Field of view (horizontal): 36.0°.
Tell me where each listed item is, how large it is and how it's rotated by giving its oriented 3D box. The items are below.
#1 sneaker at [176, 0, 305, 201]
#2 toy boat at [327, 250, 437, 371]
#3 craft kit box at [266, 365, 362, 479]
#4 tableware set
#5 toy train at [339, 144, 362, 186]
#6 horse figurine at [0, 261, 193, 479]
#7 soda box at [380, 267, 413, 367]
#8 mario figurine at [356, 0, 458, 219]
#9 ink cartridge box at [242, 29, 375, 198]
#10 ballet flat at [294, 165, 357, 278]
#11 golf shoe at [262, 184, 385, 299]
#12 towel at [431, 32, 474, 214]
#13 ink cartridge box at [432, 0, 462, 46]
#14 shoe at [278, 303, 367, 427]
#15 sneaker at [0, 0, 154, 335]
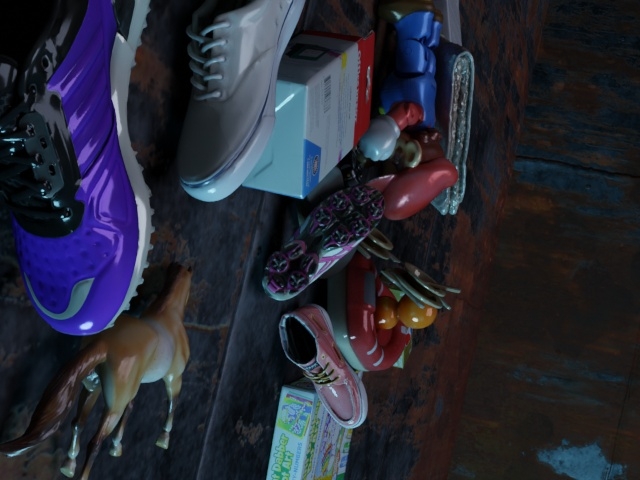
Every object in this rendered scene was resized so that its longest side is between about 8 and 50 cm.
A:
[{"bbox_3d":[-0.089,-0.164,0.898,0.091,0.094,0.258,38,59,-50],"label":"sneaker"},{"bbox_3d":[0.100,0.108,1.478,0.231,0.151,0.151,61,28,-64],"label":"toy boat"},{"bbox_3d":[-0.013,0.318,1.459,0.247,0.061,0.249,-5,105,-69],"label":"craft kit box"},{"bbox_3d":[0.112,0.023,1.426,0.039,0.194,0.128,-52,158,13],"label":"tableware set"},{"bbox_3d":[0.034,-0.133,1.282,0.036,0.027,0.158,54,23,-41],"label":"toy train"},{"bbox_3d":[-0.167,0.117,0.841,0.263,0.066,0.174,-11,117,-73],"label":"horse figurine"},{"bbox_3d":[0.135,0.142,1.791,0.061,0.058,0.181,-56,151,-50],"label":"soda box"},{"bbox_3d":[0.102,-0.190,1.454,0.198,0.170,0.320,5,85,-36],"label":"mario figurine"},{"bbox_3d":[-0.009,-0.157,1.131,0.231,0.078,0.134,-50,147,-57],"label":"ink cartridge box"},{"bbox_3d":[0.000,-0.033,1.277,0.084,0.058,0.250,-38,150,-14],"label":"ballet flat"},{"bbox_3d":[0.000,0.000,1.207,0.186,0.067,0.086,-40,177,-12],"label":"golf shoe"},{"bbox_3d":[0.183,-0.197,1.600,0.187,0.049,0.282,-127,-148,-56],"label":"towel"},{"bbox_3d":[0.212,-0.409,1.736,0.181,0.056,0.224,37,47,-70],"label":"ink cartridge box"},{"bbox_3d":[0.000,0.170,1.300,0.081,0.063,0.178,-8,73,-67],"label":"shoe"},{"bbox_3d":[-0.187,-0.072,0.627,0.146,0.102,0.293,-25,120,-63],"label":"sneaker"}]
